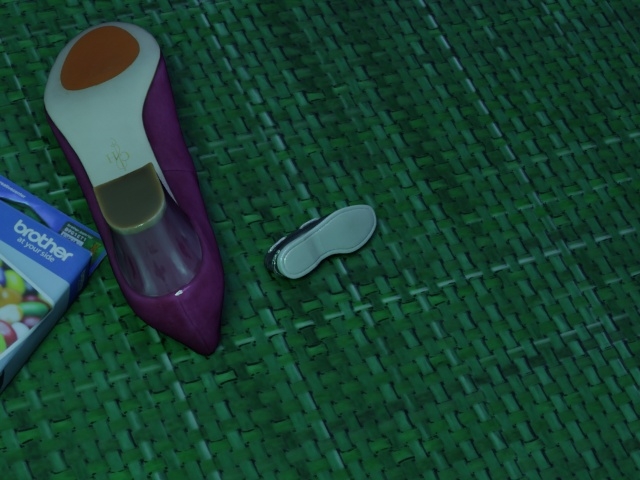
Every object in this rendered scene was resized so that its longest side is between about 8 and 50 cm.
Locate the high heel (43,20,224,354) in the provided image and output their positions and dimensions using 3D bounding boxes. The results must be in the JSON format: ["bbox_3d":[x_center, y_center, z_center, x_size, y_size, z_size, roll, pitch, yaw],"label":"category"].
[{"bbox_3d":[-0.175,-0.059,1.506,0.127,0.181,0.377,-18,41,3],"label":"high heel"}]

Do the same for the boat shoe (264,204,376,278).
[{"bbox_3d":[0.000,0.000,1.515,0.125,0.038,0.046,-34,113,-30],"label":"boat shoe"}]

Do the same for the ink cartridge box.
[{"bbox_3d":[-0.336,0.051,1.384,0.186,0.065,0.311,30,53,6],"label":"ink cartridge box"}]
